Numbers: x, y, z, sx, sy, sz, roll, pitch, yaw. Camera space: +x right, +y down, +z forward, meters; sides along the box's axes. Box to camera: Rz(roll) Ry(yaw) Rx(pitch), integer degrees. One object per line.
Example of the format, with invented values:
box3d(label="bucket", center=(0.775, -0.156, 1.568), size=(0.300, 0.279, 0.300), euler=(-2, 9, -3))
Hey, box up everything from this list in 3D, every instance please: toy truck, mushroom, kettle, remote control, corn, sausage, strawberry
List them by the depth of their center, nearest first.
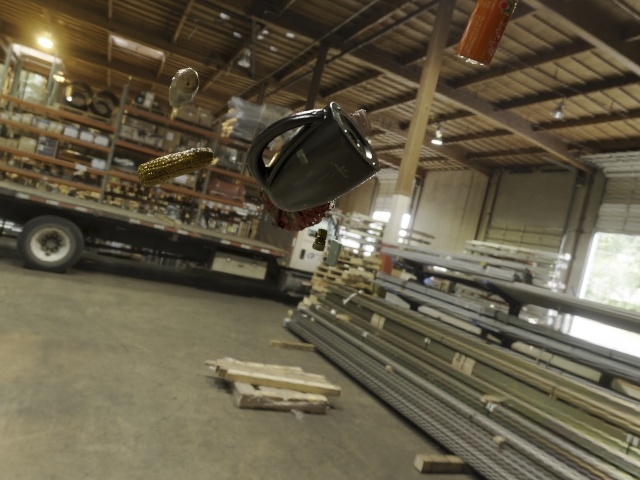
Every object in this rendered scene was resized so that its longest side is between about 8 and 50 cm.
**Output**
box3d(label="sausage", center=(0.426, -0.582, 1.064), size=(0.093, 0.312, 0.093), euler=(16, 24, -7))
box3d(label="kettle", center=(-0.038, -0.204, 1.144), size=(0.268, 0.290, 0.207), euler=(41, 28, -35))
box3d(label="strawberry", center=(-0.063, -0.166, 1.579), size=(0.261, 0.261, 0.257), euler=(14, 13, 29))
box3d(label="mushroom", center=(-0.492, -0.553, 1.619), size=(0.108, 0.096, 0.247), euler=(-28, 14, -25))
box3d(label="toy truck", center=(0.000, 0.000, 1.699), size=(0.049, 0.083, 0.054), euler=(16, -36, -5))
box3d(label="corn", center=(-0.574, -0.300, 1.791), size=(0.313, 0.102, 0.102), euler=(-21, 12, -16))
box3d(label="remote control", center=(0.069, 0.067, 2.347), size=(0.061, 0.162, 0.029), euler=(30, 36, 21))

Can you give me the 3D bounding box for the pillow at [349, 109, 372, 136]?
box3d(label="pillow", center=(0.127, -0.501, 2.030), size=(0.211, 0.135, 0.034), euler=(-17, -14, 21))
